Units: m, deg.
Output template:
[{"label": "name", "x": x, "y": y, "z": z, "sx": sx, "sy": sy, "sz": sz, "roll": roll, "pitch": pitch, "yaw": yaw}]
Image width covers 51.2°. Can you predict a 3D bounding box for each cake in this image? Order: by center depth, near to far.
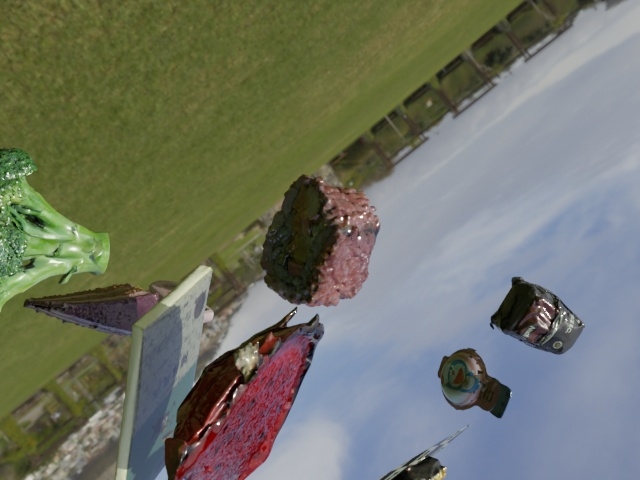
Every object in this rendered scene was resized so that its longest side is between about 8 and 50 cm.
[{"label": "cake", "x": -0.425, "y": 0.127, "z": 1.287, "sx": 0.116, "sy": 0.112, "sz": 0.295, "roll": 2, "pitch": 171, "yaw": 26}]

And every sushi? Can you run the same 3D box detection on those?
[{"label": "sushi", "x": 0.148, "y": 0.490, "z": 1.281, "sx": 0.292, "sy": 0.059, "sz": 0.294, "roll": -9, "pitch": 143, "yaw": -47}, {"label": "sushi", "x": 0.000, "y": 0.000, "z": 1.402, "sx": 0.171, "sy": 0.236, "sz": 0.270, "roll": 5, "pitch": 113, "yaw": -42}]

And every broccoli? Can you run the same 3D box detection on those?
[{"label": "broccoli", "x": -0.444, "y": 0.006, "z": 0.982, "sx": 0.269, "sy": 0.269, "sz": 0.254, "roll": -40, "pitch": -155, "yaw": -25}]

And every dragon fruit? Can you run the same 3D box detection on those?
[{"label": "dragon fruit", "x": -0.102, "y": 0.211, "z": 0.902, "sx": 0.282, "sy": 0.100, "sz": 0.343, "roll": -48, "pitch": 161, "yaw": -20}]

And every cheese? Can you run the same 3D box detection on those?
[{"label": "cheese", "x": 0.448, "y": 0.424, "z": 1.976, "sx": 0.286, "sy": 0.074, "sz": 0.188, "roll": 27, "pitch": -80, "yaw": 56}]

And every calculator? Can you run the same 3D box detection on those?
[{"label": "calculator", "x": -0.318, "y": 0.142, "z": 1.526, "sx": 0.100, "sy": 0.175, "sz": 0.032, "roll": 5, "pitch": 112, "yaw": -51}]

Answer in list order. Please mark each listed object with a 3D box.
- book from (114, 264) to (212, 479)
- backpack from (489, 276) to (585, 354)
[{"label": "book", "x": -0.268, "y": 0.254, "z": 1.131, "sx": 0.264, "sy": 0.031, "sz": 0.378, "roll": -54, "pitch": 157, "yaw": -67}, {"label": "backpack", "x": 0.429, "y": 0.155, "z": 1.301, "sx": 0.119, "sy": 0.165, "sz": 0.106, "roll": -64, "pitch": -168, "yaw": 11}]
